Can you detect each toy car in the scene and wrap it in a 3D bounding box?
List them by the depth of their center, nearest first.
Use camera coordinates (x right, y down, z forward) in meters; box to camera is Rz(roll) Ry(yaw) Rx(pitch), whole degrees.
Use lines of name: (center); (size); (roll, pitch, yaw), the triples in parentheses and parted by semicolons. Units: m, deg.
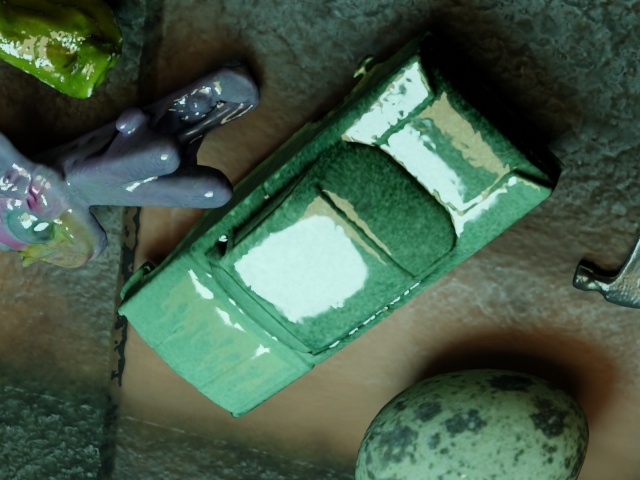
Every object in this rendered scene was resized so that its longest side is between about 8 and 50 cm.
toy car: (0.000, 0.000, 1.322); (0.141, 0.097, 0.320); (43, 122, -14)

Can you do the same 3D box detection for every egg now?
egg: (0.106, 0.154, 1.376); (0.172, 0.132, 0.132); (-27, 113, 16)

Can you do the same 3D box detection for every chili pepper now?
chili pepper: (-0.220, -0.171, 1.287); (0.204, 0.072, 0.073); (35, 165, -5)

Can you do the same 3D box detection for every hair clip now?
hair clip: (-0.172, -0.046, 1.335); (0.278, 0.090, 0.137); (-18, 136, 26)

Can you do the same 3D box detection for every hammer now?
hammer: (0.231, -0.035, 1.287); (0.078, 0.021, 0.201); (18, 126, 2)
